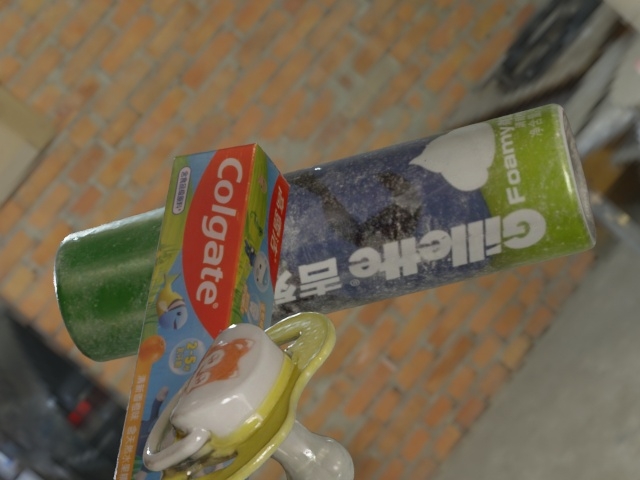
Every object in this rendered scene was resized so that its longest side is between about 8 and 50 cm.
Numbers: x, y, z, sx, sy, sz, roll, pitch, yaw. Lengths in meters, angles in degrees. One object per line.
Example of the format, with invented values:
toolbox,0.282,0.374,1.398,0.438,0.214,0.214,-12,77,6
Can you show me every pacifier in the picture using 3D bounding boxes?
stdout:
pacifier,-0.018,0.063,0.524,0.068,0.064,0.083,-28,23,40

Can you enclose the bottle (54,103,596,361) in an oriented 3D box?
bottle,0.000,0.000,1.015,0.330,0.093,0.093,-14,18,14

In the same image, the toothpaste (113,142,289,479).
toothpaste,-0.045,0.045,0.767,0.070,0.044,0.193,-8,56,23
